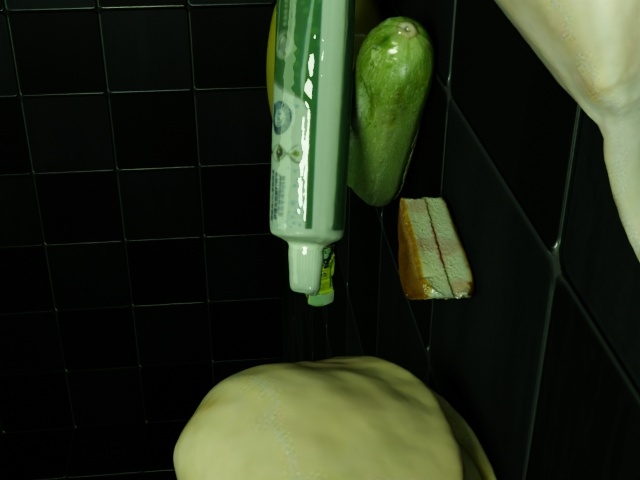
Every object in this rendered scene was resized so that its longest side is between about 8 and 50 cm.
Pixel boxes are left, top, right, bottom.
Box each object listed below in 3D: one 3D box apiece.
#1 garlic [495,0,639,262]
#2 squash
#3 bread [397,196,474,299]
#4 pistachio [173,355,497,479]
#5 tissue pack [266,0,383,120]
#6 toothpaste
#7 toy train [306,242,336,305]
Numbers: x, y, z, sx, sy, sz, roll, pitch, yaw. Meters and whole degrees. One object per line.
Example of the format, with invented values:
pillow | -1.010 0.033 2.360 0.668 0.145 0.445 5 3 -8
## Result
garlic | 0.092 -0.110 0.332 0.128 0.148 0.267 -23 60 45
squash | 0.052 -0.102 0.819 0.239 0.069 0.069 98 167 -60
bread | 0.083 0.021 0.702 0.109 0.043 0.062 -101 12 -48
pistachio | 0.010 0.206 0.661 0.238 0.229 0.321 -47 26 8
tissue pack | 0.005 -0.174 0.982 0.178 0.123 0.127 91 169 -45
toothpaste | -0.006 -0.150 0.759 0.098 0.061 0.392 10 100 54
toy train | 0.000 0.000 1.513 0.250 0.053 0.085 93 163 -46
